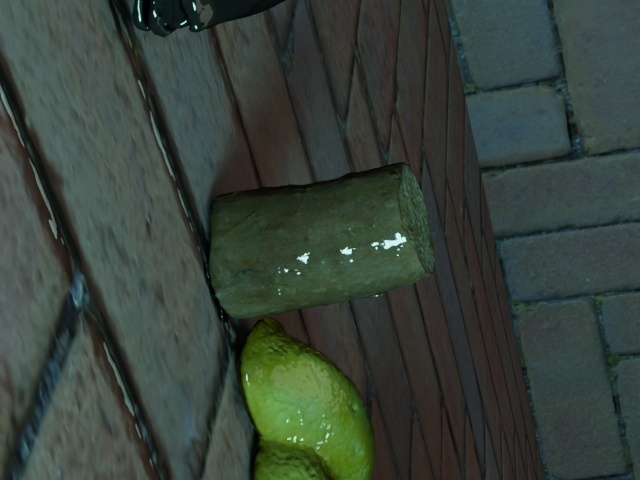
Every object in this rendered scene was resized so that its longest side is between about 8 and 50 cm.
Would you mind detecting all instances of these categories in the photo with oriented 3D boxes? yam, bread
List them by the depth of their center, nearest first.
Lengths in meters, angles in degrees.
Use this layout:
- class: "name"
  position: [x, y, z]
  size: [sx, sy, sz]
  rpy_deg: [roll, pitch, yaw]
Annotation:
- class: "yam"
  position: [-0.001, 0.000, 0.896]
  size: [0.084, 0.127, 0.084]
  rpy_deg: [-12, 90, -80]
- class: "bread"
  position: [-0.007, 0.139, 0.929]
  size: [0.149, 0.065, 0.188]
  rpy_deg: [-71, 153, -56]

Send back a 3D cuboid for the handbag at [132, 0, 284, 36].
- class: "handbag"
  position: [-0.058, -0.277, 0.809]
  size: [0.288, 0.152, 0.342]
  rpy_deg: [-60, 141, -54]
